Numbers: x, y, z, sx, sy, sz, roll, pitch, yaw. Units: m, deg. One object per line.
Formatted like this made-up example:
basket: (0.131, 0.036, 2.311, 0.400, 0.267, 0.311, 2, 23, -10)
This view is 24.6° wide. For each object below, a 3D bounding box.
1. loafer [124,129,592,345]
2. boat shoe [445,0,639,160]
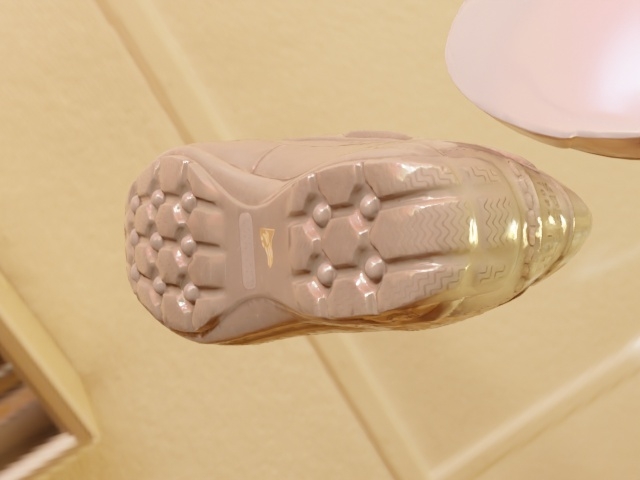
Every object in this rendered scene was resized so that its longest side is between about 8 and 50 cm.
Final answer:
loafer: (0.000, 0.000, 0.751, 0.111, 0.319, 0.112, -2, -86, -35)
boat shoe: (0.204, -0.074, 0.706, 0.102, 0.301, 0.108, 36, -113, -50)
